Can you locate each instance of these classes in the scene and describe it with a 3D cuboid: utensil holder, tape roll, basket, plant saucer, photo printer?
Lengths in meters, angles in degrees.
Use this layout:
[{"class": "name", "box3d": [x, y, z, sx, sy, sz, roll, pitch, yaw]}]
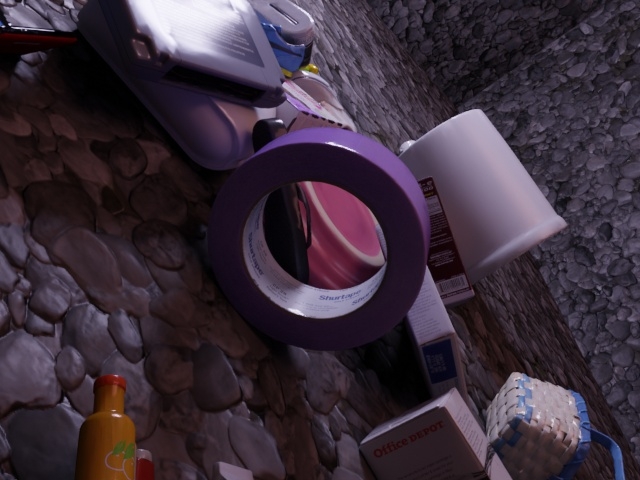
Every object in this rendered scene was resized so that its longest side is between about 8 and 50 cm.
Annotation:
[{"class": "utensil holder", "box3d": [0.412, -0.109, 1.760, 0.386, 0.327, 0.327, 59, 23, 11]}, {"class": "tape roll", "box3d": [0.000, 0.000, 0.833, 0.275, 0.274, 0.090, 53, 22, -9]}, {"class": "basket", "box3d": [0.477, 0.413, 1.307, 0.288, 0.201, 0.255, 26, 22, 8]}, {"class": "plant saucer", "box3d": [0.015, -0.041, 1.170, 0.332, 0.084, 0.332, 44, 26, -28]}, {"class": "photo printer", "box3d": [-0.193, -0.257, 1.004, 0.308, 0.107, 0.256, 50, 24, -15]}]

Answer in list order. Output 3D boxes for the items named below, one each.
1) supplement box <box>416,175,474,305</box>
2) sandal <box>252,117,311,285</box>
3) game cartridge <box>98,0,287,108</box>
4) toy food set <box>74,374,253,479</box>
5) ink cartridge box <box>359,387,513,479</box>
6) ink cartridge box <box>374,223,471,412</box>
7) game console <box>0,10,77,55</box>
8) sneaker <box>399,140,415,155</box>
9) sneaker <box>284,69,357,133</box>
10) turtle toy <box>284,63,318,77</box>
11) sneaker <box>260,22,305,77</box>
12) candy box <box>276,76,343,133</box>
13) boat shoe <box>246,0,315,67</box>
[{"class": "supplement box", "box3d": [0.219, 0.010, 1.265, 0.130, 0.073, 0.240, 59, 14, -77]}, {"class": "sandal", "box3d": [-0.043, -0.049, 0.940, 0.054, 0.097, 0.255, -13, 103, -29]}, {"class": "game cartridge", "box3d": [-0.174, -0.291, 0.889, 0.297, 0.062, 0.198, -1, 60, -57]}, {"class": "toy food set", "box3d": [-0.114, 0.205, 0.541, 0.232, 0.111, 0.105, 34, 32, -38]}, {"class": "ink cartridge box", "box3d": [0.173, 0.330, 0.909, 0.203, 0.148, 0.086, 60, 24, 7]}, {"class": "ink cartridge box", "box3d": [0.172, 0.115, 1.161, 0.324, 0.071, 0.330, 66, 6, -50]}, {"class": "game console", "box3d": [-0.356, -0.244, 0.692, 0.144, 0.124, 0.085, -39, 122, -67]}, {"class": "sneaker", "box3d": [0.328, -0.199, 2.036, 0.232, 0.090, 0.115, 38, 34, -20]}, {"class": "sneaker", "box3d": [0.013, -0.282, 1.471, 0.258, 0.094, 0.091, 35, 26, -43]}, {"class": "turtle toy", "box3d": [-0.058, -0.395, 1.512, 0.095, 0.066, 0.130, 41, 11, 28]}, {"class": "sneaker", "box3d": [-0.129, -0.408, 1.302, 0.209, 0.082, 0.069, 28, 18, -7]}, {"class": "candy box", "box3d": [-0.069, -0.252, 1.237, 0.165, 0.070, 0.196, 42, 18, 17]}, {"class": "boat shoe", "box3d": [-0.137, -0.490, 1.426, 0.335, 0.121, 0.119, 50, -25, 27]}]
